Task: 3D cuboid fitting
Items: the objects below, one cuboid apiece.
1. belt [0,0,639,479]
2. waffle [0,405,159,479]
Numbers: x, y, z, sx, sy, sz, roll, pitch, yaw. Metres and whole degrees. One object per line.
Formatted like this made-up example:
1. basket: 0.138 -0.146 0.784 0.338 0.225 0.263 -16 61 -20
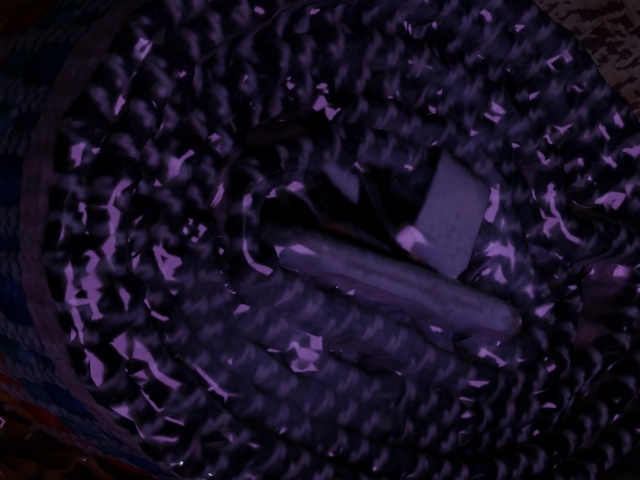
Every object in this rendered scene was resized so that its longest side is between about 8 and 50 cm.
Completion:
1. belt: 0.000 0.000 0.611 0.295 0.160 0.207 15 86 -37
2. waffle: -0.031 0.151 0.666 0.308 0.213 0.091 20 107 -27
